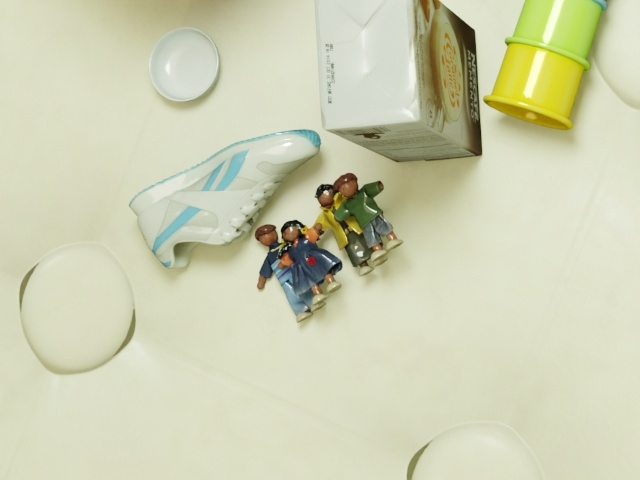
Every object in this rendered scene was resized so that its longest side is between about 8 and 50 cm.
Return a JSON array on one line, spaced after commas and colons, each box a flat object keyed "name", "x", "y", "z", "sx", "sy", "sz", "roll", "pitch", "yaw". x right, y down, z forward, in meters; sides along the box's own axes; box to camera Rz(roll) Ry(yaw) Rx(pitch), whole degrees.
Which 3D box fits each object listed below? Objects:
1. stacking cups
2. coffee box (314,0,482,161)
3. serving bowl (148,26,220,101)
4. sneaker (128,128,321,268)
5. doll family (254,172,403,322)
[{"name": "stacking cups", "x": 0.252, "y": -0.274, "z": 1.701, "sx": 0.096, "sy": 0.096, "sz": 0.316, "roll": 16, "pitch": 86, "yaw": 21}, {"name": "coffee box", "x": 0.081, "y": -0.162, "z": 1.661, "sx": 0.098, "sy": 0.246, "sz": 0.141, "roll": -4, "pitch": 85, "yaw": 18}, {"name": "serving bowl", "x": -0.146, "y": -0.192, "z": 1.863, "sx": 0.083, "sy": 0.027, "sz": 0.083, "roll": -2, "pitch": 84, "yaw": 19}, {"name": "sneaker", "x": -0.091, "y": -0.049, "z": 1.808, "sx": 0.228, "sy": 0.087, "sz": 0.092, "roll": -27, "pitch": 84, "yaw": 23}, {"name": "doll family", "x": 0.000, "y": 0.000, "z": 1.771, "sx": 0.193, "sy": 0.076, "sz": 0.111, "roll": -36, "pitch": 79, "yaw": 17}]
